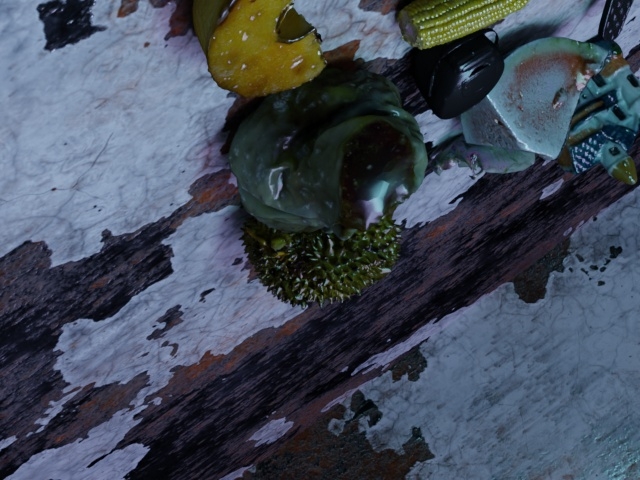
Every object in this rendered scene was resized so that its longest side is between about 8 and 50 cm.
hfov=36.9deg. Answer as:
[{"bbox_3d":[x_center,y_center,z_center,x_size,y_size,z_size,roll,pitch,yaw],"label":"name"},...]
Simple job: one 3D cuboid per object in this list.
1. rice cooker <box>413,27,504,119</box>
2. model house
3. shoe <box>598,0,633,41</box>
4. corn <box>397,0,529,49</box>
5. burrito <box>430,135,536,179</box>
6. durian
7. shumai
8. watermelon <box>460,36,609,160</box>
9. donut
[{"bbox_3d":[0.230,-0.288,1.610,0.142,0.118,0.203,-31,160,-11],"label":"rice cooker"},{"bbox_3d":[0.592,-0.248,2.036,0.253,0.291,0.184,-30,164,-15],"label":"model house"},{"bbox_3d":[0.563,-0.473,1.828,0.071,0.049,0.179,-6,124,-33],"label":"shoe"},{"bbox_3d":[0.231,-0.366,1.497,0.248,0.081,0.081,-27,158,-22],"label":"corn"},{"bbox_3d":[0.343,-0.181,2.041,0.229,0.144,0.089,-10,103,-49],"label":"burrito"},{"bbox_3d":[-0.002,0.001,1.736,0.293,0.258,0.258,-17,154,-19],"label":"durian"},{"bbox_3d":[0.052,-0.092,1.451,0.309,0.263,0.304,-40,132,-5],"label":"shumai"},{"bbox_3d":[0.394,-0.256,1.805,0.320,0.214,0.289,-34,160,27],"label":"watermelon"},{"bbox_3d":[-0.088,-0.266,1.184,0.152,0.101,0.259,-33,160,-6],"label":"donut"}]
